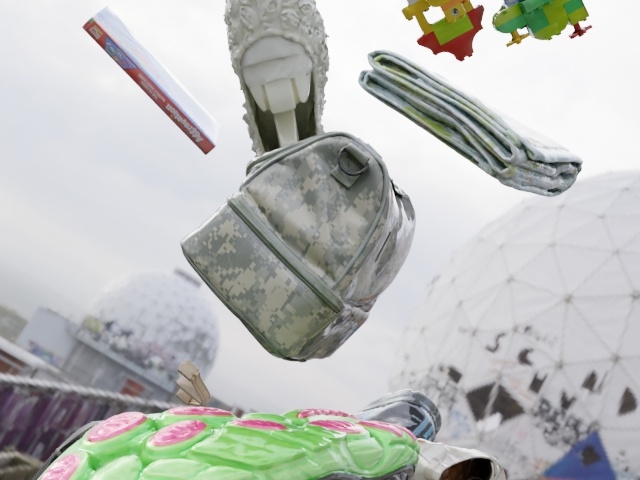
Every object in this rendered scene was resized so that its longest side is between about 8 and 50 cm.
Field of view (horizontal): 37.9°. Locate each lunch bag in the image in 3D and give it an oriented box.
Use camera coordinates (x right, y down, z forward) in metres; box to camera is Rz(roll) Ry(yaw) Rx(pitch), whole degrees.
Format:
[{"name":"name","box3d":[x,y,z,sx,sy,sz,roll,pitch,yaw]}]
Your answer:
[{"name":"lunch bag","box3d":[0.000,0.000,1.195,0.212,0.256,0.305,47,3,15]}]

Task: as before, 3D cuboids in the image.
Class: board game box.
[{"name":"board game box","box3d":[-0.276,-0.270,1.562,0.281,0.027,0.145,47,12,-17]}]

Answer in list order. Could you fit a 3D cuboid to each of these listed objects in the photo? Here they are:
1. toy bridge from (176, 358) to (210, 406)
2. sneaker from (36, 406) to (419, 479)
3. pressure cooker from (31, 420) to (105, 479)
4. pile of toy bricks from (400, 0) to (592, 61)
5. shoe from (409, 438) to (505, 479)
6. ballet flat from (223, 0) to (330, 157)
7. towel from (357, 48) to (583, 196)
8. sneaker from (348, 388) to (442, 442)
[{"name":"toy bridge","box3d":[-0.225,0.264,1.659,0.063,0.026,0.188,39,-25,8]},{"name":"sneaker","box3d":[-0.051,0.257,0.831,0.185,0.202,0.483,5,-6,36]},{"name":"pressure cooker","box3d":[-0.191,0.465,1.133,0.420,0.375,0.370,36,9,-18]},{"name":"pile of toy bricks","box3d":[0.176,-0.205,0.742,0.105,0.212,0.118,60,9,-13]},{"name":"shoe","box3d":[0.183,0.303,1.189,0.058,0.076,0.219,11,-10,44]},{"name":"ballet flat","box3d":[-0.047,-0.198,1.349,0.147,0.147,0.409,25,-32,27]},{"name":"towel","box3d":[0.259,-0.195,1.557,0.320,0.090,0.374,39,16,22]},{"name":"sneaker","box3d":[0.016,0.329,1.431,0.125,0.341,0.139,61,18,-4]}]
